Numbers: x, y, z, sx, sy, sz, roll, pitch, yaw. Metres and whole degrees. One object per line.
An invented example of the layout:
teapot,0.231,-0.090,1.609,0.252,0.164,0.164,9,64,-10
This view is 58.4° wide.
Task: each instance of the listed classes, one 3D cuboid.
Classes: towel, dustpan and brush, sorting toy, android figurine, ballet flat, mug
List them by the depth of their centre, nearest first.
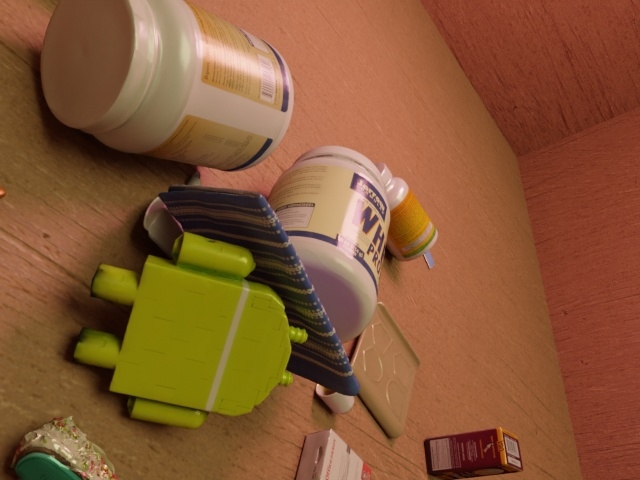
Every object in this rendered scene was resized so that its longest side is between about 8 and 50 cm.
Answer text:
ballet flat,-0.231,0.285,0.625,0.241,0.091,0.077,61,8,-18
android figurine,-0.152,0.119,0.711,0.272,0.248,0.056,14,8,-15
towel,-0.087,0.073,0.804,0.040,0.243,0.336,-43,122,-30
dustpan and brush,-0.210,-0.040,0.907,0.147,0.060,0.211,56,37,-39
mug,0.035,0.284,1.071,0.064,0.062,0.078,62,36,-24
sorting toy,0.113,0.244,1.248,0.307,0.041,0.229,56,36,-19

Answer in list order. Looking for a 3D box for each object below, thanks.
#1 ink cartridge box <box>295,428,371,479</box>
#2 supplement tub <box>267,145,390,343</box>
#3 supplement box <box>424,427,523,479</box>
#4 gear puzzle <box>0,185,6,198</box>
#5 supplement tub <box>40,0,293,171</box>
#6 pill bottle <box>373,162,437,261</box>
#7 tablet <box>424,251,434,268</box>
ink cartridge box,0.024,0.402,0.973,0.135,0.056,0.099,52,33,-26
supplement tub,0.000,0.000,1.025,0.235,0.235,0.325,50,35,-27
supplement box,0.346,0.488,1.301,0.104,0.188,0.081,36,43,-42
gear puzzle,-0.435,-0.168,0.588,0.339,0.044,0.175,60,30,2
supplement tub,-0.212,-0.232,0.846,0.316,0.228,0.228,4,67,-58
pill bottle,0.187,-0.075,1.472,0.246,0.136,0.136,52,33,-25
tablet,0.325,0.042,1.747,0.054,0.006,0.083,-27,95,-60
